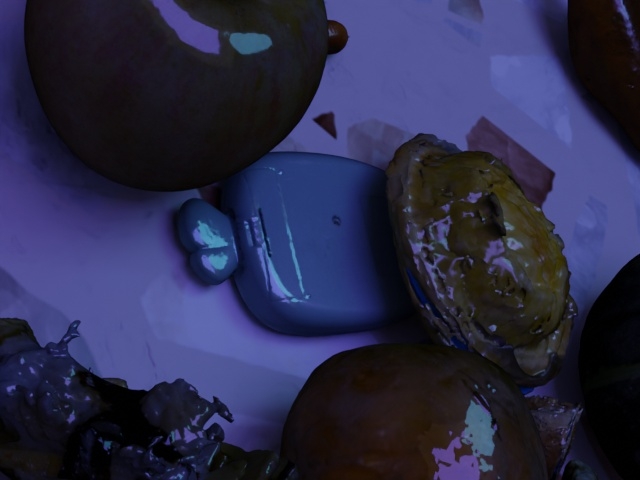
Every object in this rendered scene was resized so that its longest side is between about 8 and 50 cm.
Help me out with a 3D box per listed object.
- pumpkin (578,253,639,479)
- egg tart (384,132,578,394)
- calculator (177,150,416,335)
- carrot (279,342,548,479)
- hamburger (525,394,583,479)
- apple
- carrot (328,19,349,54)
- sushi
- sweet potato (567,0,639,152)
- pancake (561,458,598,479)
[{"bbox_3d":[0.426,0.144,1.232,0.323,0.241,0.323,14,62,-27],"label":"pumpkin"},{"bbox_3d":[0.171,0.014,1.160,0.291,0.107,0.291,35,39,-34],"label":"egg tart"},{"bbox_3d":[0.000,0.000,1.131,0.295,0.042,0.184,0,69,-36],"label":"calculator"},{"bbox_3d":[0.073,0.259,0.951,0.224,0.224,0.340,14,69,-30],"label":"carrot"},{"bbox_3d":[0.176,0.203,1.108,0.102,0.176,0.087,16,57,10],"label":"hamburger"},{"bbox_3d":[-0.126,-0.168,0.999,0.257,0.234,0.257,13,63,-27],"label":"apple"},{"bbox_3d":[-0.053,-0.203,1.200,0.190,0.037,0.037,-9,74,-34],"label":"carrot"},{"bbox_3d":[-0.145,0.139,0.874,0.291,0.131,0.139,22,45,21],"label":"sushi"},{"bbox_3d":[0.363,-0.238,1.458,0.112,0.112,0.359,-23,101,-40],"label":"sweet potato"},{"bbox_3d":[0.208,0.312,1.019,0.037,0.253,0.253,11,56,9],"label":"pancake"}]
